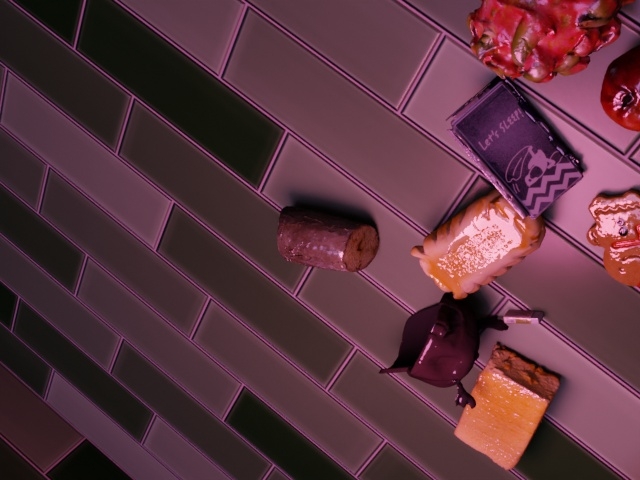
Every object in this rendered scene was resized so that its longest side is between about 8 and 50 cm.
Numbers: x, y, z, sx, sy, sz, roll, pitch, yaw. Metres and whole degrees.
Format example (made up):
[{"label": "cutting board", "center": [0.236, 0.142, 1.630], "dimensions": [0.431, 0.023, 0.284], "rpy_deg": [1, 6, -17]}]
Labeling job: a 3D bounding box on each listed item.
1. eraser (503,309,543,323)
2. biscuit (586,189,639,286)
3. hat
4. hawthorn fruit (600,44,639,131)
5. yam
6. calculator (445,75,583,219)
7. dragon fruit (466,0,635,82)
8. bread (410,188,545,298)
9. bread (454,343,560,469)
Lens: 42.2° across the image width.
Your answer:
[{"label": "eraser", "center": [0.469, 0.177, 1.916], "dimensions": [0.083, 0.038, 0.019], "rpy_deg": [-2, 110, 34]}, {"label": "biscuit", "center": [0.634, 0.005, 1.703], "dimensions": [0.166, 0.036, 0.226], "rpy_deg": [-7, 113, 35]}, {"label": "hat", "center": [0.302, 0.273, 1.988], "dimensions": [0.209, 0.238, 0.336], "rpy_deg": [32, 152, -5]}, {"label": "hawthorn fruit", "center": [0.575, -0.266, 1.475], "dimensions": [0.157, 0.194, 0.157], "rpy_deg": [24, 128, 35]}, {"label": "yam", "center": [0.000, 0.000, 2.054], "dimensions": [0.254, 0.154, 0.154], "rpy_deg": [15, 124, 29]}, {"label": "calculator", "center": [0.397, -0.187, 1.690], "dimensions": [0.165, 0.028, 0.274], "rpy_deg": [-40, 91, 1]}, {"label": "dragon fruit", "center": [0.412, -0.406, 1.479], "dimensions": [0.302, 0.231, 0.237], "rpy_deg": [-21, 99, 25]}, {"label": "bread", "center": [0.358, 0.002, 1.829], "dimensions": [0.173, 0.121, 0.311], "rpy_deg": [48, 130, -4]}, {"label": "bread", "center": [0.450, 0.410, 2.023], "dimensions": [0.184, 0.114, 0.275], "rpy_deg": [30, 129, 21]}]
